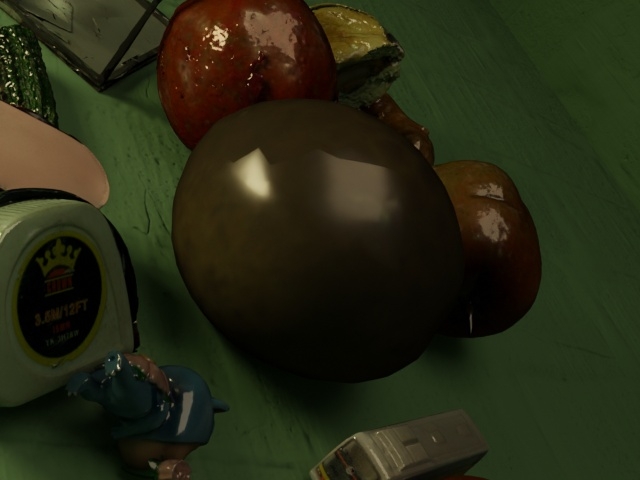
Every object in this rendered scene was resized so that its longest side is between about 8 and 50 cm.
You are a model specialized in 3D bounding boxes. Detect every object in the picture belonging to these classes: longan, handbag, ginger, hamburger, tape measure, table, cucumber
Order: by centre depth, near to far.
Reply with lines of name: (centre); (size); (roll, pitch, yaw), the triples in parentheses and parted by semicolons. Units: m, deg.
tape measure: (-0.281, 0.043, 0.998); (0.235, 0.115, 0.207); (-21, 112, -60)
handbag: (-0.344, -0.060, 1.124); (0.205, 0.116, 0.179); (28, 31, -25)
longan: (0.000, 0.000, 1.267); (0.404, 0.336, 0.404); (34, -1, 1)
cucumber: (-0.384, -0.187, 1.302); (0.077, 0.077, 0.265); (12, 43, -44)
table: (-0.286, -0.441, 1.559); (0.222, 0.272, 0.335); (41, 28, -5)
hamburger: (-0.022, -0.322, 1.775); (0.132, 0.308, 0.211); (79, -16, -52)
ginger: (0.091, -0.197, 1.853); (0.165, 0.172, 0.321); (-25, 54, -19)

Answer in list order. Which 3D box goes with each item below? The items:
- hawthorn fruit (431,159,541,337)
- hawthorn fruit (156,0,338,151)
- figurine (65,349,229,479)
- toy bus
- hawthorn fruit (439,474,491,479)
hawthorn fruit: (0.230, 0.035, 1.592); (0.267, 0.267, 0.301); (23, 43, -33)
hawthorn fruit: (-0.112, -0.250, 1.523); (0.316, 0.316, 0.316); (32, 30, -21)
figurine: (-0.180, 0.182, 1.005); (0.178, 0.114, 0.145); (46, 37, -49)
toy bus: (0.107, 0.278, 1.254); (0.268, 0.106, 0.092); (1, 47, -52)
hawthorn fruit: (0.153, 0.362, 1.129); (0.208, 0.208, 0.248); (27, 7, -28)
